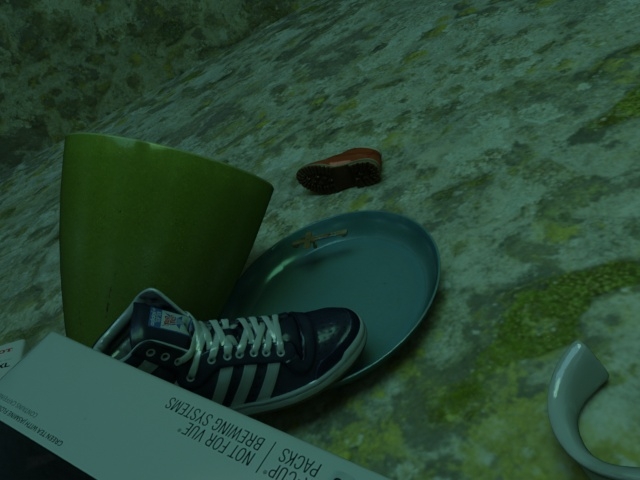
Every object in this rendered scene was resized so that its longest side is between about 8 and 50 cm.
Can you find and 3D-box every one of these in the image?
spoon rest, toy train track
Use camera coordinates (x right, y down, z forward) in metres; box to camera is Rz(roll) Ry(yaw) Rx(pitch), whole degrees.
[{"bbox_3d":[0.250,0.171,0.358,0.084,0.137,0.276,-44,19,3],"label":"spoon rest"},{"bbox_3d":[0.000,0.000,0.768,0.083,0.014,0.048,-14,29,12],"label":"toy train track"}]

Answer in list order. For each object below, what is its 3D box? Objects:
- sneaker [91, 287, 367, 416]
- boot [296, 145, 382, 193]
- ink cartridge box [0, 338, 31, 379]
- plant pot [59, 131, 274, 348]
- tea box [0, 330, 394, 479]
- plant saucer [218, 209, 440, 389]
[{"bbox_3d":[-0.096,0.107,0.555,0.282,0.153,0.099,-21,35,-1],"label":"sneaker"},{"bbox_3d":[0.036,-0.131,0.955,0.158,0.059,0.084,-4,37,19],"label":"boot"},{"bbox_3d":[-0.509,0.256,0.779,0.148,0.085,0.203,-16,32,-13],"label":"ink cartridge box"},{"bbox_3d":[-0.229,0.041,0.708,0.275,0.275,0.293,8,84,42],"label":"plant pot"},{"bbox_3d":[-0.139,0.280,0.330,0.329,0.220,0.323,12,46,30],"label":"tea box"},{"bbox_3d":[0.010,0.077,0.709,0.318,0.043,0.317,-19,36,14],"label":"plant saucer"}]
